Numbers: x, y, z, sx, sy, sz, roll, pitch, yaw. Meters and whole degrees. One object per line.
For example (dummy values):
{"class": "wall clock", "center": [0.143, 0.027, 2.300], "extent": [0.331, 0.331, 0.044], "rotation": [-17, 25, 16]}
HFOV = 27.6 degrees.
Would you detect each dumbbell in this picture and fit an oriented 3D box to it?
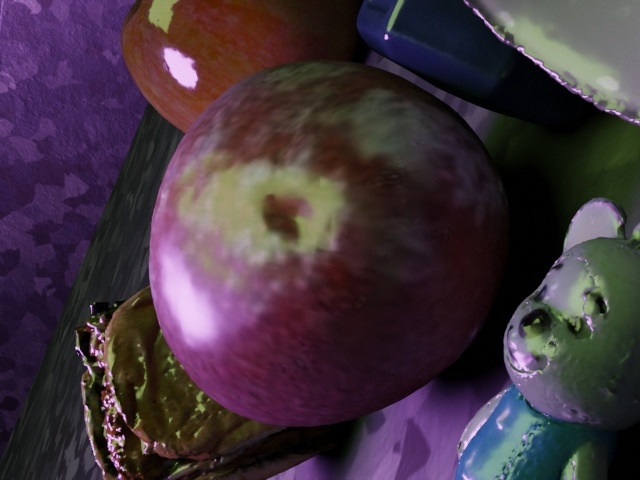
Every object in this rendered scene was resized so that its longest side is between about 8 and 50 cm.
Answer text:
{"class": "dumbbell", "center": [0.141, -0.233, 0.773], "extent": [0.144, 0.156, 0.316], "rotation": [32, 103, 44]}

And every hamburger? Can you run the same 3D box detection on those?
{"class": "hamburger", "center": [-0.082, 0.115, 1.021], "extent": [0.130, 0.206, 0.183], "rotation": [83, 167, -60]}

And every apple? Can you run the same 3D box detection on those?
{"class": "apple", "center": [-0.086, -0.223, 1.390], "extent": [0.257, 0.234, 0.256], "rotation": [-56, 20, 32]}

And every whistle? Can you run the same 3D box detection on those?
{"class": "whistle", "center": [0.103, 0.095, 0.608], "extent": [0.235, 0.077, 0.114], "rotation": [-67, 30, 17]}

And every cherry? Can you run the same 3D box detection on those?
{"class": "cherry", "center": [0.000, 0.000, 0.839], "extent": [0.285, 0.213, 0.236], "rotation": [-8, 86, 47]}

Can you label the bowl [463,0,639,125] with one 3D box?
{"class": "bowl", "center": [0.156, -0.230, 0.573], "extent": [0.158, 0.337, 0.337], "rotation": [-33, 6, -17]}
